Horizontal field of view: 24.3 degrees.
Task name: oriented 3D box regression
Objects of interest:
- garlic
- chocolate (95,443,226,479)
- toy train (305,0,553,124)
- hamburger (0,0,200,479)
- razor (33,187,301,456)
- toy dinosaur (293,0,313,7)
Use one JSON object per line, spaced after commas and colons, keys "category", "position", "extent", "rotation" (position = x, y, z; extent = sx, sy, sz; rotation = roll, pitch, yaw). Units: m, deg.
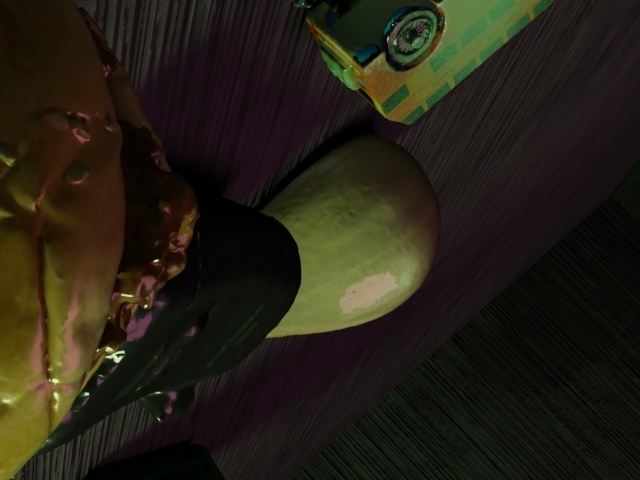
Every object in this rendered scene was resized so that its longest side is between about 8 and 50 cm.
{"category": "garlic", "position": [0.004, 0.002, 1.280], "extent": [0.245, 0.145, 0.164], "rotation": [-35, -163, -28]}
{"category": "chocolate", "position": [-0.153, 0.423, 1.690], "extent": [0.161, 0.341, 0.360], "rotation": [-36, 171, 11]}
{"category": "toy train", "position": [0.083, -0.161, 0.977], "extent": [0.188, 0.072, 0.099], "rotation": [-40, 143, -6]}
{"category": "hamburger", "position": [-0.168, 0.025, 0.630], "extent": [0.155, 0.245, 0.282], "rotation": [5, 86, -69]}
{"category": "razor", "position": [-0.122, 0.046, 0.990], "extent": [0.189, 0.107, 0.327], "rotation": [-47, 170, 11]}
{"category": "toy dinosaur", "position": [-0.009, -0.162, 0.769], "extent": [0.049, 0.055, 0.154], "rotation": [-37, 170, -14]}
